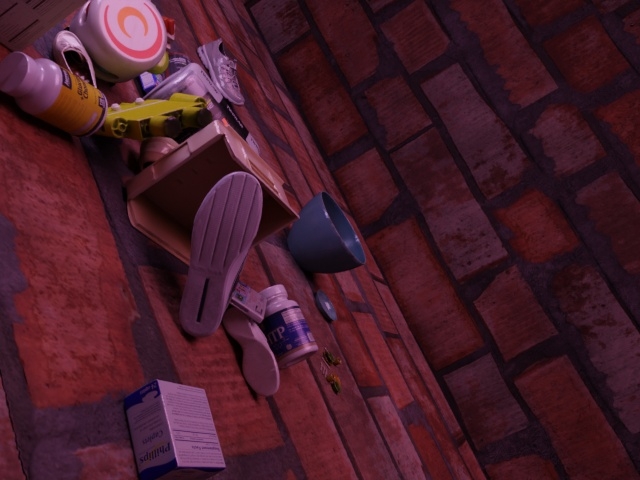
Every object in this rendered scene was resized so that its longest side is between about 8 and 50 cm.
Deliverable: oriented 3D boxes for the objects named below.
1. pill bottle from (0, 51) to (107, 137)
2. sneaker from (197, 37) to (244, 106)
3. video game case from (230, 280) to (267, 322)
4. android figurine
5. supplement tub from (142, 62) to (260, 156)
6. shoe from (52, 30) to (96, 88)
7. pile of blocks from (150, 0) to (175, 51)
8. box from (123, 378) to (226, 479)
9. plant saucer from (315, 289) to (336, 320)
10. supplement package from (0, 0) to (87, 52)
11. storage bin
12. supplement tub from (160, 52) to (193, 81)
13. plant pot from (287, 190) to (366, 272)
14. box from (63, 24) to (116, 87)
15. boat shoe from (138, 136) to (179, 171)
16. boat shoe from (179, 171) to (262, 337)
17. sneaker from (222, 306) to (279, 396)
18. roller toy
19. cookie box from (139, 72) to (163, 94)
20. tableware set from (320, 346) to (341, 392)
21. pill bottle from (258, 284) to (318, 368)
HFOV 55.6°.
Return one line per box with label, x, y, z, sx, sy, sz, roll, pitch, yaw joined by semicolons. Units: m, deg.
pill bottle;-0.486;-0.265;1.103;0.103;0.103;0.184;65;14;20
sneaker;-0.364;-0.650;2.341;0.281;0.115;0.105;59;13;-1
video game case;-0.188;0.122;1.386;0.143;0.019;0.157;35;8;-7
android figurine;-0.364;-0.261;1.276;0.248;0.272;0.056;-29;125;-43
supplement tub;-0.297;-0.261;1.559;0.338;0.207;0.207;53;15;-24
shoe;-0.508;-0.364;1.275;0.076;0.058;0.219;-4;63;-40
pile of blocks;-0.535;-0.671;1.677;0.362;0.112;0.149;44;41;-29
box;-0.222;0.296;0.927;0.126;0.072;0.137;38;24;-58
plant saucer;0.015;0.224;2.057;0.119;0.021;0.119;55;13;-20
supplement package;-0.588;-0.524;1.080;0.262;0.198;0.199;39;25;-56
storage bin;-0.232;-0.086;1.300;0.260;0.262;0.123;44;19;-48
supplement tub;-0.415;-0.459;1.776;0.106;0.106;0.198;46;19;-44
plant pot;0.000;0.000;2.103;0.290;0.195;0.290;55;14;-21
box;-0.544;-0.475;1.516;0.164;0.021;0.201;54;14;-23
boat shoe;-0.296;-0.105;1.449;0.341;0.121;0.110;39;27;-31
boat shoe;-0.205;0.022;1.207;0.121;0.335;0.119;20;4;-7
sneaker;-0.138;0.244;1.346;0.212;0.080;0.094;62;8;21
roller toy;-0.469;-0.472;1.400;0.191;0.146;0.209;-25;102;-45
cookie box;-0.458;-0.431;1.662;0.092;0.040;0.107;59;7;-65
tableware set;0.040;0.384;1.803;0.104;0.024;0.154;57;13;-10
pill bottle;-0.092;0.210;1.501;0.187;0.112;0.112;63;14;17
